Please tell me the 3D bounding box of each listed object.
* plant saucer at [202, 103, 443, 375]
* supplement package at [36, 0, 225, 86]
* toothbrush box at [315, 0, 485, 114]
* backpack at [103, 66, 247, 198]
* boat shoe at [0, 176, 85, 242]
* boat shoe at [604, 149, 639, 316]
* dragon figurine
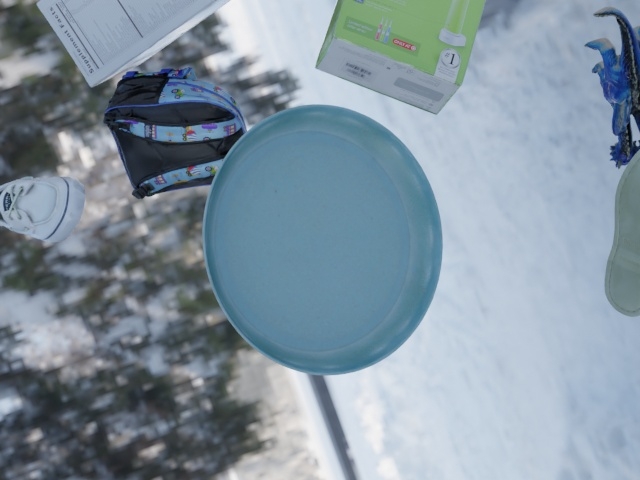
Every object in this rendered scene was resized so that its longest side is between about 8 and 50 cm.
[{"bbox_3d":[0.000,0.000,1.652,0.044,0.318,0.317,-10,101,61],"label":"plant saucer"},{"bbox_3d":[-0.223,-0.328,1.839,0.139,0.244,0.134,58,-153,-6],"label":"supplement package"},{"bbox_3d":[0.136,-0.365,2.127,0.122,0.206,0.283,129,159,-68],"label":"toothbrush box"},{"bbox_3d":[-0.172,-0.144,1.805,0.117,0.173,0.158,-79,-21,-47],"label":"backpack"},{"bbox_3d":[-0.376,-0.039,1.800,0.226,0.076,0.083,-12,70,57],"label":"boat shoe"},{"bbox_3d":[0.375,-0.022,1.569,0.081,0.069,0.227,33,132,32],"label":"boat shoe"},{"bbox_3d":[0.397,-0.189,1.776,0.289,0.085,0.144,65,-171,-69],"label":"dragon figurine"}]
